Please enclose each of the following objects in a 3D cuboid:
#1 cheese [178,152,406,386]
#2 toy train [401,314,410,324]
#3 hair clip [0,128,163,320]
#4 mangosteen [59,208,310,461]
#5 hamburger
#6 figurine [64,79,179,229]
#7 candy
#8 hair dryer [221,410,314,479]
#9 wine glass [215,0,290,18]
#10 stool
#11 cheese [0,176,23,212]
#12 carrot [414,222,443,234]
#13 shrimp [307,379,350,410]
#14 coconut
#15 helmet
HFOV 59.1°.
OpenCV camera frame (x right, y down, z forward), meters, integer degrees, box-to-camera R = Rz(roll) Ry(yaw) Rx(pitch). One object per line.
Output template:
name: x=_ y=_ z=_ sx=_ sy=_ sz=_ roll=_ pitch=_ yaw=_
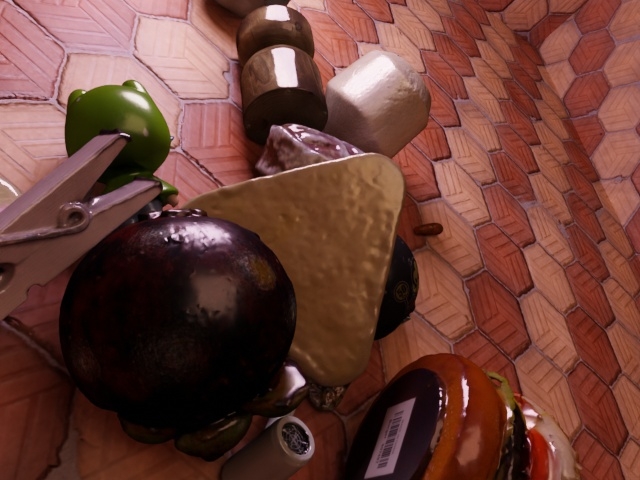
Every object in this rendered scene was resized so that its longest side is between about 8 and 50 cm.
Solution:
cheese: x=0.001 y=0.001 z=0.922 sx=0.383 sy=0.104 sz=0.385 roll=1 pitch=78 yaw=-4
toy train: x=0.143 y=0.078 z=1.204 sx=0.043 sy=0.047 sz=0.208 roll=14 pitch=50 yaw=-36
hair clip: x=-0.350 y=-0.009 z=0.710 sx=0.331 sy=0.085 sz=0.101 roll=-49 pitch=133 yaw=-30
mangosteen: x=-0.170 y=0.112 z=0.713 sx=0.311 sy=0.311 sz=0.311 roll=24 pitch=46 yaw=-27
hamburger: x=0.200 y=0.346 z=0.834 sx=0.250 sy=0.330 sz=0.330 roll=35 pitch=41 yaw=-8
figurine: x=-0.303 y=-0.122 z=0.879 sx=0.162 sy=0.143 sz=0.264 roll=-16 pitch=82 yaw=-10
candy: x=0.012 y=-0.130 z=1.138 sx=0.289 sy=0.157 sz=0.214 roll=18 pitch=17 yaw=-30
hair dryer: x=-0.050 y=0.264 z=0.836 sx=0.073 sy=0.131 sz=0.236 roll=41 pitch=26 yaw=-5
wine glass: x=-0.204 y=-0.685 z=1.342 sx=0.323 sy=0.238 sz=0.238 roll=39 pitch=40 yaw=-4
stool: x=-0.088 y=-0.354 z=1.229 sx=0.179 sy=0.179 sz=0.264 roll=16 pitch=50 yaw=-34
cheese: x=-0.427 y=-0.034 z=0.752 sx=0.227 sy=0.064 sz=0.137 roll=-7 pitch=68 yaw=-44
carrot: x=0.273 y=-0.028 z=1.424 sx=0.093 sy=0.032 sz=0.032 roll=-5 pitch=63 yaw=-39
shrimp: x=0.023 y=0.225 z=0.988 sx=0.091 sy=0.034 sz=0.161 roll=49 pitch=40 yaw=0
coconut: x=0.115 y=-0.300 z=1.331 sx=0.237 sy=0.266 sz=0.237 roll=46 pitch=-2 yaw=2
helmet: x=0.071 y=0.047 z=1.058 sx=0.278 sy=0.160 sz=0.231 roll=34 pitch=48 yaw=-6
